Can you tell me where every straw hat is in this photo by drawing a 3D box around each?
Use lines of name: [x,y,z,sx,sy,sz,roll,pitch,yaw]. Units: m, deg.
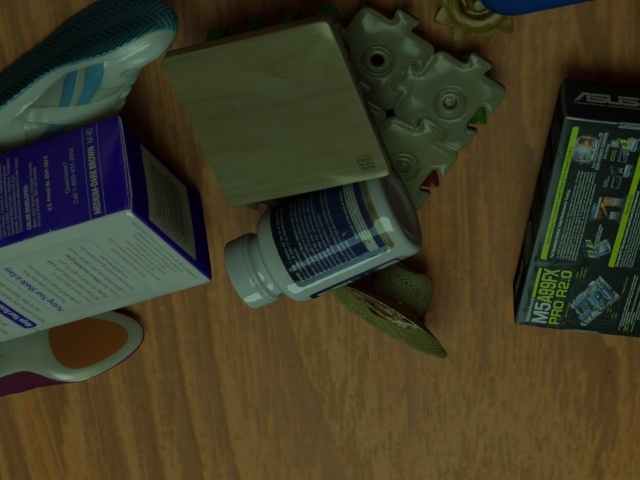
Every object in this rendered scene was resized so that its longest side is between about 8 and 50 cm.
straw hat: [0.080,0.054,1.667,0.144,0.144,0.061,34,78,-19]

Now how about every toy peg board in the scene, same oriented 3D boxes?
toy peg board: [-0.030,-0.129,1.506,0.161,0.079,0.160,-10,123,23]

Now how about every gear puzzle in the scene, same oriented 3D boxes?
gear puzzle: [0.065,-0.134,1.556,0.175,0.044,0.339,29,119,-14]

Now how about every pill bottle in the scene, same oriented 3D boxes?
pill bottle: [0.000,0.000,1.560,0.169,0.094,0.094,-24,121,17]

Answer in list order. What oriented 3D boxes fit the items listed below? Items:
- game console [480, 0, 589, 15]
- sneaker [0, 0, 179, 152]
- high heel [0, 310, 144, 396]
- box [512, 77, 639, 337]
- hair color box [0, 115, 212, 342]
game console: [0.226,-0.321,1.330,0.293,0.173,0.250,-9,95,23]
sneaker: [-0.209,-0.145,1.540,0.229,0.087,0.092,-28,127,29]
high heel: [-0.302,0.125,1.759,0.244,0.117,0.082,-18,83,-7]
box: [0.308,-0.021,1.586,0.216,0.060,0.270,6,133,0]
hair color box: [-0.295,0.008,1.592,0.339,0.110,0.185,-17,153,13]
